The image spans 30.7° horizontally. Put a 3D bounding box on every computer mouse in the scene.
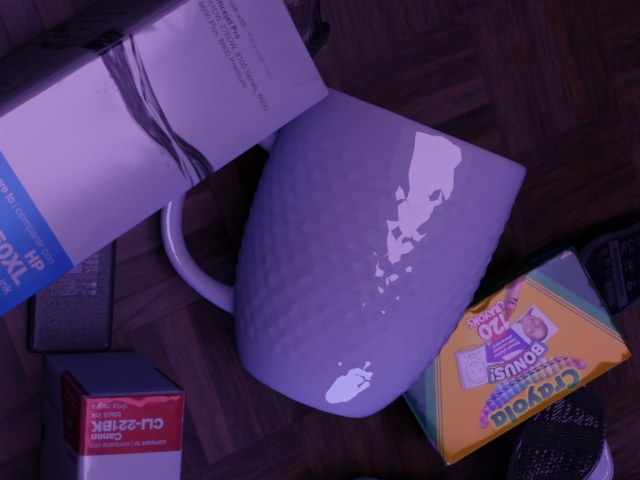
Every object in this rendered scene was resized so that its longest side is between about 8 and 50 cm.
[{"bbox_3d":[0.421,0.037,1.631,0.272,0.072,0.188,-16,103,-36],"label":"computer mouse"}]

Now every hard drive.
[{"bbox_3d":[-0.279,0.059,1.311,0.094,0.022,0.135,1,98,-26],"label":"hard drive"}]

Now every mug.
[{"bbox_3d":[0.000,0.000,1.328,0.374,0.276,0.328,22,96,3],"label":"mug"}]

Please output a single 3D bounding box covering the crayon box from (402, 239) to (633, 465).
[{"bbox_3d":[0.231,0.141,1.486,0.278,0.081,0.165,-31,98,-1],"label":"crayon box"}]

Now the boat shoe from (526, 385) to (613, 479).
[{"bbox_3d":[0.348,0.252,1.614,0.096,0.088,0.267,-34,111,-18],"label":"boat shoe"}]

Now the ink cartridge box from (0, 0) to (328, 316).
[{"bbox_3d":[-0.232,-0.119,1.158,0.395,0.285,0.166,-36,113,-17],"label":"ink cartridge box"}]

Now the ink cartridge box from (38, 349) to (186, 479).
[{"bbox_3d":[-0.234,0.274,1.271,0.114,0.197,0.273,0,98,-25],"label":"ink cartridge box"}]

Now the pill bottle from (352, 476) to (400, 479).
[{"bbox_3d":[0.093,0.366,1.489,0.216,0.121,0.121,13,93,-27],"label":"pill bottle"}]

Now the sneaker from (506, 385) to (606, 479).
[{"bbox_3d":[0.298,0.337,1.557,0.123,0.178,0.296,23,85,11],"label":"sneaker"}]

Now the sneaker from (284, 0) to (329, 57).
[{"bbox_3d":[-0.075,-0.313,1.313,0.135,0.097,0.276,-33,102,-34],"label":"sneaker"}]
